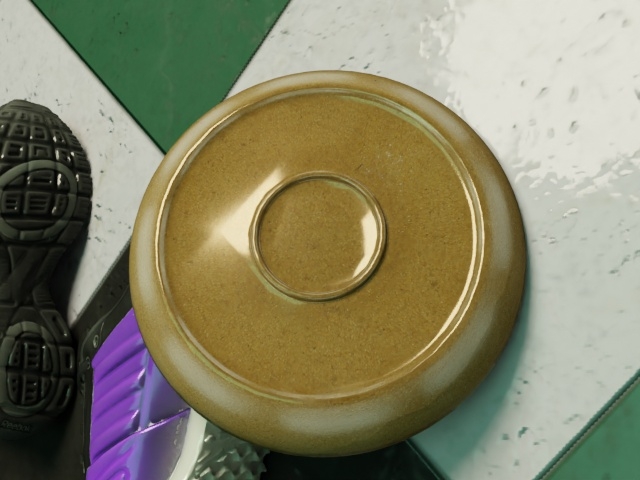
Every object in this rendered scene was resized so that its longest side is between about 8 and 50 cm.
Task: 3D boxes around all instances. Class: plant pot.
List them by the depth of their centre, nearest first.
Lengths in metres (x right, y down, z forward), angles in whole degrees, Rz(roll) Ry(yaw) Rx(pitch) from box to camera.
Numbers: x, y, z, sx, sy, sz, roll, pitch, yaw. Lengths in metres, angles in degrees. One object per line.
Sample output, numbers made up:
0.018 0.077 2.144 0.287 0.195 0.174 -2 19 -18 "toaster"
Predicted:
0.000 0.000 0.407 0.236 0.032 0.237 -2 71 5 "plant pot"

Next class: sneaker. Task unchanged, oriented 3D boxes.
-0.116 0.127 0.489 0.146 0.102 0.294 12 81 34 "sneaker"
-0.281 0.019 0.613 0.130 0.109 0.287 -4 78 39 "sneaker"
